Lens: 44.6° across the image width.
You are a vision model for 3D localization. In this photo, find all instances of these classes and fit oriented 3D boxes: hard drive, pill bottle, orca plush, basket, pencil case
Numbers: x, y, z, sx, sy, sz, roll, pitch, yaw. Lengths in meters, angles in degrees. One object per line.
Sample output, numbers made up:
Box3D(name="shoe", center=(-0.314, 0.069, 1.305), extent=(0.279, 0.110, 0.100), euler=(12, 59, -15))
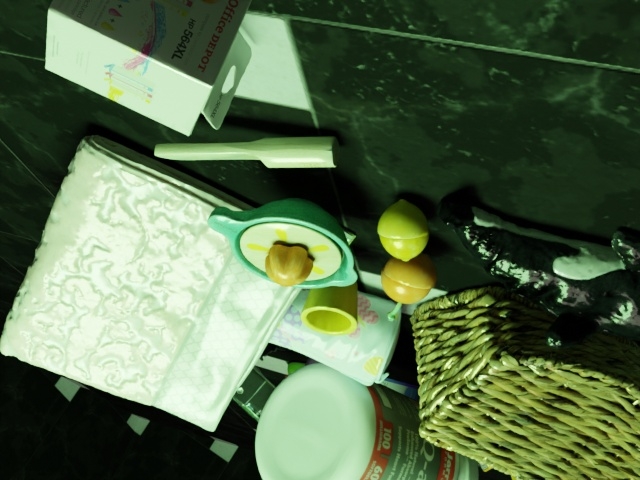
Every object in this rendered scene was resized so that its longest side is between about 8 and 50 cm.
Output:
Box3D(name="hard drive", center=(-0.195, 0.191, 1.340), extent=(0.339, 0.064, 0.237), euler=(41, 167, 11))
Box3D(name="pill bottle", center=(0.088, 0.336, 1.221), extent=(0.210, 0.210, 0.363), euler=(0, 158, 41))
Box3D(name="orca plush", center=(0.240, 0.050, 0.759), extent=(0.287, 0.102, 0.151), euler=(26, 157, -14))
Box3D(name="basket", center=(0.287, 0.161, 0.992), extent=(0.299, 0.223, 0.213), euler=(27, 124, -15))
Box3D(name="pencil case", center=(-0.023, 0.107, 1.089), extent=(0.273, 0.124, 0.113), euler=(17, 158, 5))

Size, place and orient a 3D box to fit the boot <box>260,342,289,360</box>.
Box3D(name="boot", center=(-0.104, 0.177, 1.370), extent=(0.069, 0.086, 0.190), euler=(8, 155, 27))

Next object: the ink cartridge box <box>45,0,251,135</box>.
Box3D(name="ink cartridge box", center=(-0.125, -0.157, 0.605), extent=(0.143, 0.092, 0.090), euler=(24, 157, -12))

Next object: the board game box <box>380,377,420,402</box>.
Box3D(name="board game box", center=(0.157, 0.445, 1.577), extent=(0.078, 0.233, 0.347), euler=(11, 156, 22))

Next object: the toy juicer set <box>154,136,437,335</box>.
Box3D(name="toy juicer set", center=(0.000, 0.000, 0.815), extent=(0.209, 0.089, 0.329), euler=(-13, 139, 33))

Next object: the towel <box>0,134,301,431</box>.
Box3D(name="towel", center=(-0.209, 0.072, 0.991), extent=(0.317, 0.053, 0.331), euler=(25, 114, -13))

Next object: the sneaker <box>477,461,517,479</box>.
Box3D(name="sneaker", center=(0.309, 0.374, 1.451), extent=(0.225, 0.092, 0.088), euler=(31, 157, 4))

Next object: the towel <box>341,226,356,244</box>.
Box3D(name="towel", center=(-0.007, -0.002, 0.926), extent=(0.083, 0.009, 0.060), euler=(27, 115, -22))

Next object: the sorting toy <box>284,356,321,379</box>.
Box3D(name="sorting toy", center=(-0.028, 0.337, 1.629), extent=(0.127, 0.126, 0.365), euler=(20, 159, 1))
